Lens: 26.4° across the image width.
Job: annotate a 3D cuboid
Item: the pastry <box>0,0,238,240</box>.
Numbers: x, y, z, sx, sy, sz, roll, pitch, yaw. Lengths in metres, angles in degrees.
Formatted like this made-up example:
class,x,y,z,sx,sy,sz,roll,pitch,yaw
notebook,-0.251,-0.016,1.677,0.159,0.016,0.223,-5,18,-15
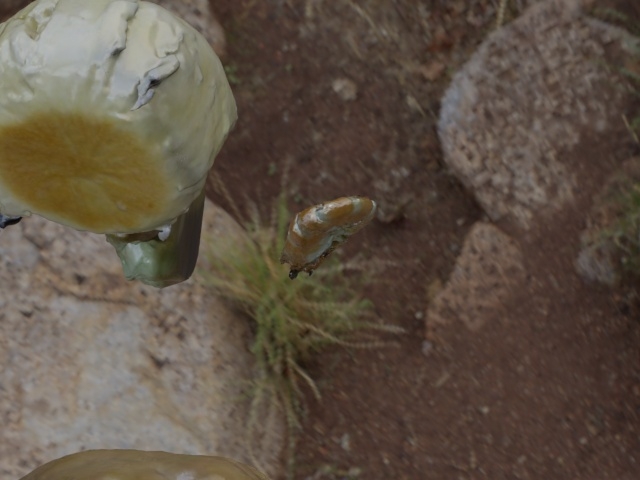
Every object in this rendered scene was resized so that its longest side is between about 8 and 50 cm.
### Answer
class,x,y,z,sx,sy,sz,roll,pitch,yaw
pastry,-0.129,-0.069,0.779,0.165,0.166,0.088,-9,44,23

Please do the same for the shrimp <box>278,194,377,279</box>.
class,x,y,z,sx,sy,sz,roll,pitch,yaw
shrimp,0.000,0.000,1.355,0.091,0.184,0.043,-11,73,-26

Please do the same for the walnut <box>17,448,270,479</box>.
class,x,y,z,sx,sy,sz,roll,pitch,yaw
walnut,-0.183,0.376,1.409,0.381,0.381,0.381,-12,60,21

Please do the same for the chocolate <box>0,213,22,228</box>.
class,x,y,z,sx,sy,sz,roll,pitch,yaw
chocolate,-0.495,-0.132,1.680,0.343,0.126,0.148,33,93,17

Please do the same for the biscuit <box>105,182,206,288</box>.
class,x,y,z,sx,sy,sz,roll,pitch,yaw
biscuit,-0.178,-0.057,1.522,0.078,0.329,0.335,9,27,2
